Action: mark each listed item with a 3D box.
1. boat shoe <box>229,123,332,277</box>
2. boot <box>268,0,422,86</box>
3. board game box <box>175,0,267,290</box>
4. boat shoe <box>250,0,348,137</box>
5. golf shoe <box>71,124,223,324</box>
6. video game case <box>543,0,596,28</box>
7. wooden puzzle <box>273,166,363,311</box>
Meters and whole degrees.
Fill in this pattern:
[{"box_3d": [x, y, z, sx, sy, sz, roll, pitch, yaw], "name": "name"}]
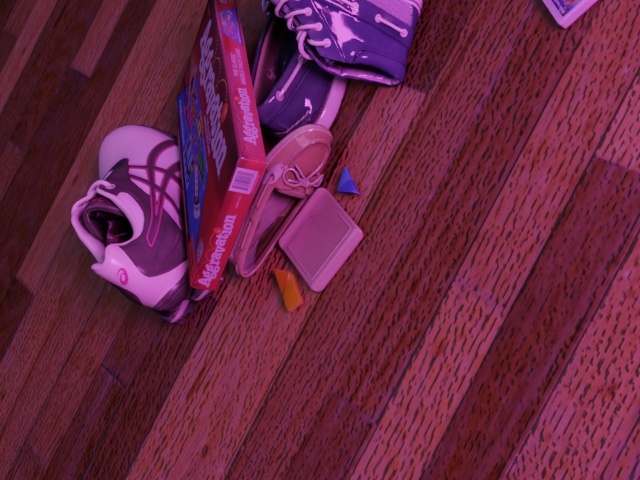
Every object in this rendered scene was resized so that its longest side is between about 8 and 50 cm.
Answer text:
[{"box_3d": [-0.035, -0.035, 0.977, 0.153, 0.056, 0.048, -49, 50, 22], "name": "boat shoe"}, {"box_3d": [-0.007, -0.194, 0.932, 0.069, 0.190, 0.086, 142, 141, -72], "name": "boot"}, {"box_3d": [-0.098, -0.102, 1.020, 0.281, 0.027, 0.145, -103, 31, -48], "name": "board game box"}, {"box_3d": [-0.015, -0.215, 1.024, 0.095, 0.079, 0.255, 2, 73, 47], "name": "boat shoe"}, {"box_3d": [-0.183, -0.041, 1.088, 0.105, 0.120, 0.273, -50, 41, 19], "name": "golf shoe"}, {"box_3d": [0.212, -0.229, 0.843, 0.122, 0.011, 0.087, -42, 46, 24], "name": "video game case"}, {"box_3d": [0.000, 0.000, 0.953, 0.116, 0.014, 0.078, -48, 48, 19], "name": "wooden puzzle"}]
